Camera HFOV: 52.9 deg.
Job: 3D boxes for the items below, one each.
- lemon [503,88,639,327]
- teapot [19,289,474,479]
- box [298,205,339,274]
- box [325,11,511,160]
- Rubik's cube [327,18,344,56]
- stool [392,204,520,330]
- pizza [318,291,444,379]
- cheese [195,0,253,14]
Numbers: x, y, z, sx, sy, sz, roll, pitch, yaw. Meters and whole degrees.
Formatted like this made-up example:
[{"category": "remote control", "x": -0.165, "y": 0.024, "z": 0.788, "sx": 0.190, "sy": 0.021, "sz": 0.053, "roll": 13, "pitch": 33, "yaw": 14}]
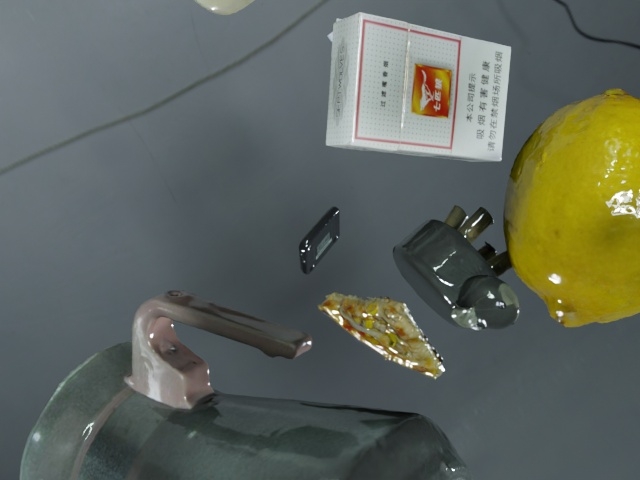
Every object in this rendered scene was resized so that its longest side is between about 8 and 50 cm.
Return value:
[{"category": "lemon", "x": 0.340, "y": -0.039, "z": 0.781, "sx": 0.235, "sy": 0.236, "sz": 0.263, "roll": 7, "pitch": 119, "yaw": -27}, {"category": "teapot", "x": -0.066, "y": 0.207, "z": 0.541, "sx": 0.253, "sy": 0.343, "sz": 0.300, "roll": -17, "pitch": 116, "yaw": -57}, {"category": "box", "x": 0.000, "y": 0.000, "z": 1.353, "sx": 0.126, "sy": 0.027, "sz": 0.125, "roll": -49, "pitch": 161, "yaw": -23}, {"category": "box", "x": 0.175, "y": -0.254, "z": 1.124, "sx": 0.330, "sy": 0.095, "sz": 0.210, "roll": 2, "pitch": 95, "yaw": -28}, {"category": "Rubik's cube", "x": 0.059, "y": -0.439, "z": 1.431, "sx": 0.075, "sy": 0.073, "sz": 0.084, "roll": 0, "pitch": 147, "yaw": 17}, {"category": "stool", "x": 0.214, "y": 0.047, "z": 0.940, "sx": 0.139, "sy": 0.228, "sz": 0.153, "roll": -40, "pitch": 144, "yaw": -6}, {"category": "pizza", "x": 0.090, "y": 0.117, "z": 0.810, "sx": 0.184, "sy": 0.176, "sz": 0.036, "roll": 34, "pitch": 71, "yaw": -2}, {"category": "cheese", "x": -0.248, "y": -0.543, "z": 1.107, "sx": 0.350, "sy": 0.129, "sz": 0.329, "roll": -9, "pitch": 108, "yaw": 17}]
